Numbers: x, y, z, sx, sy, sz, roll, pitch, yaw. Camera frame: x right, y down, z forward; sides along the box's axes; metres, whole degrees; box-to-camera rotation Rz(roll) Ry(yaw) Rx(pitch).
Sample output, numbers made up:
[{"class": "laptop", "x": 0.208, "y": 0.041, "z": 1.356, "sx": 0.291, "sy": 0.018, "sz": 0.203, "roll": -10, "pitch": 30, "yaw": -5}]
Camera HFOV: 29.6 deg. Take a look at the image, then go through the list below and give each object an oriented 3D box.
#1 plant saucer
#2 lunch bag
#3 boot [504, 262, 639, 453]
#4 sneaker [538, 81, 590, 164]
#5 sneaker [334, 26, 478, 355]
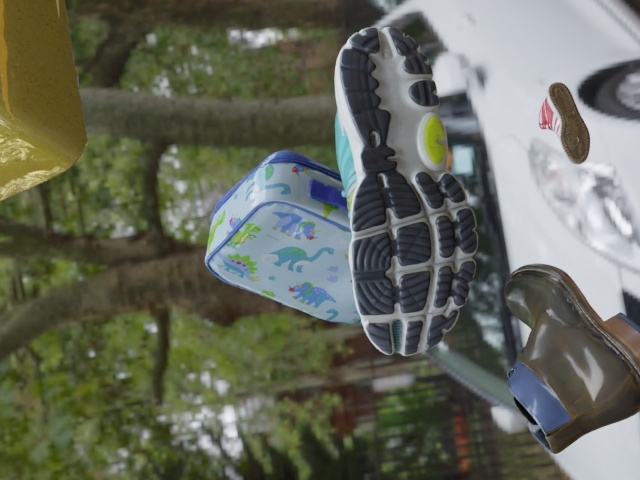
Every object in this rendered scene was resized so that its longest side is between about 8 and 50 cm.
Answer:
[{"class": "plant saucer", "x": -0.382, "y": -0.164, "z": 1.065, "sx": 0.081, "sy": 0.332, "sz": 0.333, "roll": 37, "pitch": -145, "yaw": -60}, {"class": "lunch bag", "x": 0.000, "y": 0.000, "z": 1.324, "sx": 0.176, "sy": 0.219, "sz": 0.090, "roll": -43, "pitch": 33, "yaw": 46}, {"class": "boot", "x": 0.175, "y": 0.087, "z": 0.956, "sx": 0.082, "sy": 0.106, "sz": 0.219, "roll": 61, "pitch": 171, "yaw": -23}, {"class": "sneaker", "x": 0.329, "y": -0.148, "z": 1.643, "sx": 0.067, "sy": 0.042, "sz": 0.119, "roll": 102, "pitch": 157, "yaw": -69}, {"class": "sneaker", "x": 0.063, "y": -0.039, "z": 1.015, "sx": 0.110, "sy": 0.107, "sz": 0.275, "roll": 128, "pitch": 138, "yaw": -74}]
